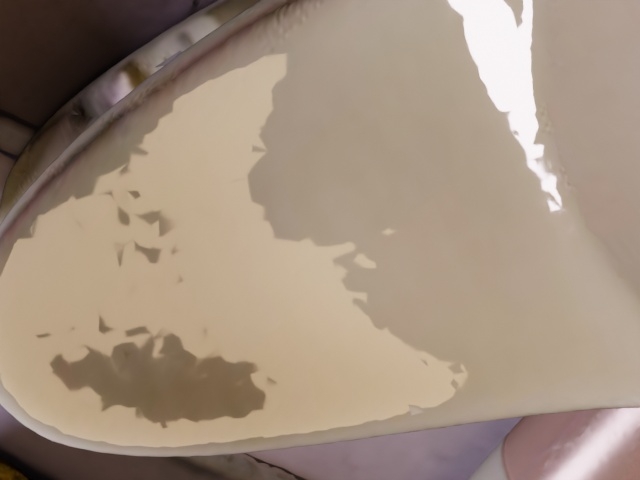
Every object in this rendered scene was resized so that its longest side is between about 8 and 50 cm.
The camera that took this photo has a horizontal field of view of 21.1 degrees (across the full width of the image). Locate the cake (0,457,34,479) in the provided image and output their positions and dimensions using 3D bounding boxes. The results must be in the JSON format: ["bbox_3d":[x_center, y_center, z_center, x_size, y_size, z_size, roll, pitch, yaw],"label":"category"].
[{"bbox_3d":[-0.106,0.168,0.698,0.116,0.079,0.185,-40,123,21],"label":"cake"}]

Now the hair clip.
[{"bbox_3d":[0.010,-0.008,0.532,0.282,0.113,0.172,-19,103,17],"label":"hair clip"}]

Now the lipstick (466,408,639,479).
[{"bbox_3d":[0.115,0.074,0.639,0.070,0.070,0.254,25,122,-20],"label":"lipstick"}]
